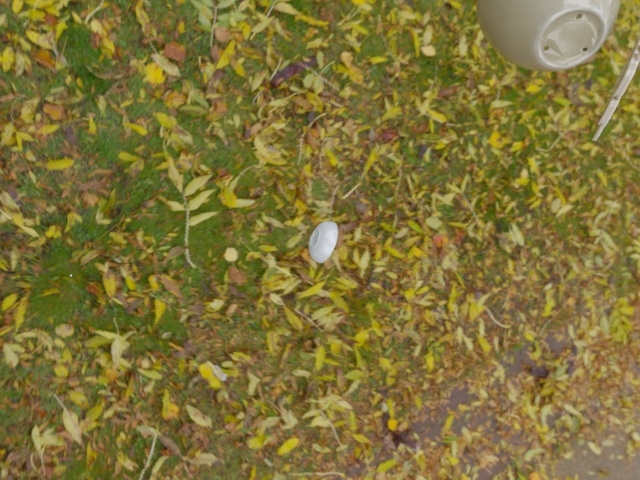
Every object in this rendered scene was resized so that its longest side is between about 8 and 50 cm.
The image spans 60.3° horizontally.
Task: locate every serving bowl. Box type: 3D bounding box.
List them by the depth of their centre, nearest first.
[{"bbox_3d":[0.000,0.000,1.049,0.027,0.083,0.083,19,79,-25],"label":"serving bowl"}]

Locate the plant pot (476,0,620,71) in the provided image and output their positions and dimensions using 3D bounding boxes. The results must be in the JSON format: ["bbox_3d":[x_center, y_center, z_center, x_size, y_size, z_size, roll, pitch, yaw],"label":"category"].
[{"bbox_3d":[0.479,-0.456,1.121,0.284,0.284,0.191,19,46,-22],"label":"plant pot"}]

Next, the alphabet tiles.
[{"bbox_3d":[0.704,-0.381,1.275,0.021,0.278,0.284,26,47,18],"label":"alphabet tiles"}]
